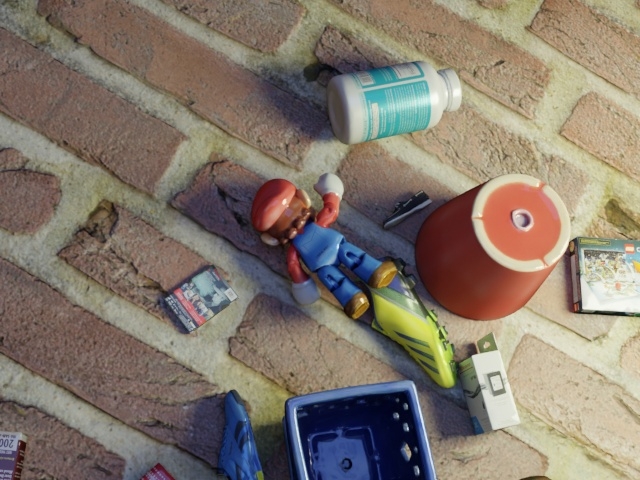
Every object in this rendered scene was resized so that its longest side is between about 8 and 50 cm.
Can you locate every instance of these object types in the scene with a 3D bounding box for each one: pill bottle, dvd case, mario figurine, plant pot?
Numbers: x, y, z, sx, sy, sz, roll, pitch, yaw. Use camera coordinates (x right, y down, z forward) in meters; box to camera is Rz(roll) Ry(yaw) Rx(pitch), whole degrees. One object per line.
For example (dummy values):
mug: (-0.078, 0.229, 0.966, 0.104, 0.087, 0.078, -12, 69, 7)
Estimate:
pill bottle: (0.156, -0.293, 1.807, 0.264, 0.146, 0.146, -12, 75, -13)
dvd case: (-0.231, 0.113, 1.677, 0.119, 0.013, 0.087, -37, 82, -17)
mario figurine: (0.000, 0.000, 1.695, 0.198, 0.170, 0.320, -37, 72, -29)
plant pot: (0.055, 0.389, 1.530, 0.236, 0.212, 0.236, -7, 73, -13)
plant pot: (0.349, 0.001, 1.693, 0.275, 0.243, 0.275, 3, 71, -9)

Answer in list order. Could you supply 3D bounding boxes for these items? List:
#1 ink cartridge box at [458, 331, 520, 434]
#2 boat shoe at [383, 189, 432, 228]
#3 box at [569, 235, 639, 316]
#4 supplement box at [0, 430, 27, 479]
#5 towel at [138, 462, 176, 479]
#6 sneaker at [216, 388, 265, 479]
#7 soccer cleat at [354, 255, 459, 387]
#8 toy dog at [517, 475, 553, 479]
ink cartridge box: (0.317, 0.277, 1.670, 0.060, 0.104, 0.180, -11, 74, -12)
boat shoe: (0.174, -0.066, 1.788, 0.125, 0.046, 0.038, -30, 79, -20)
box: (0.647, 0.079, 1.824, 0.233, 0.044, 0.159, 4, 72, -9)
supplement box: (-0.591, 0.445, 1.473, 0.130, 0.073, 0.239, 7, 72, -8)
towel: (-0.319, 0.556, 1.507, 0.199, 0.031, 0.275, 45, 70, 6)
sneaker: (-0.157, 0.378, 1.574, 0.082, 0.069, 0.209, -12, 75, -10)
soccer cleat: (0.171, 0.169, 1.704, 0.121, 0.093, 0.289, -31, 83, 13)
toy dog: (0.315, 0.563, 1.451, 0.284, 0.395, 0.408, 45, 36, 20)
